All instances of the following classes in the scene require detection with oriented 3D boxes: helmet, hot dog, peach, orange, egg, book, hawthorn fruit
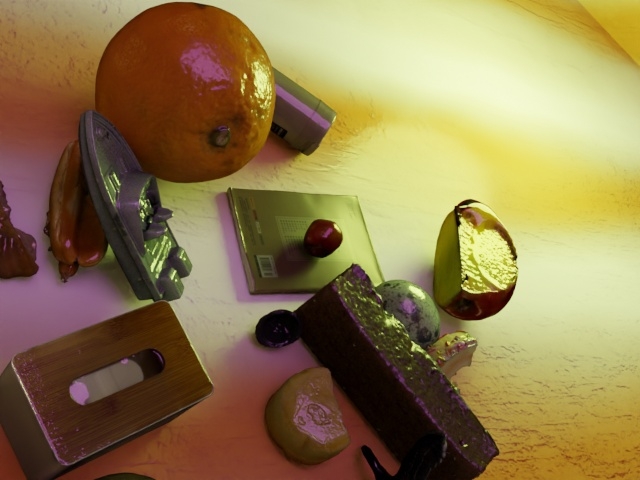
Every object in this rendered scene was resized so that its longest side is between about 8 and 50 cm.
[{"bbox_3d":[-0.076,0.149,1.391,0.084,0.049,0.065,-8,99,-12],"label":"helmet"},{"bbox_3d":[-0.378,-0.055,1.281,0.109,0.072,0.269,19,51,-24],"label":"hot dog"},{"bbox_3d":[0.318,0.048,1.678,0.159,0.154,0.267,16,48,-18],"label":"peach"},{"bbox_3d":[-0.223,-0.244,1.353,0.312,0.312,0.312,19,53,-27],"label":"orange"},{"bbox_3d":[0.157,0.149,1.508,0.172,0.132,0.132,43,44,-28],"label":"egg"},{"bbox_3d":[-0.022,0.002,1.546,0.310,0.021,0.217,2,61,-36],"label":"book"},{"bbox_3d":[0.004,-0.002,1.506,0.077,0.077,0.077,19,53,-27],"label":"hawthorn fruit"}]

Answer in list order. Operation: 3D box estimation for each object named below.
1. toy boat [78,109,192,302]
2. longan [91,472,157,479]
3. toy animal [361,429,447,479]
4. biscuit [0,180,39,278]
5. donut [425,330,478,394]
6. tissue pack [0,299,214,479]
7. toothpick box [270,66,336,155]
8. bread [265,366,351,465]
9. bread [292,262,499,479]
[{"bbox_3d":[-0.289,-0.055,1.232,0.141,0.092,0.319,-81,155,-57],"label":"toy boat"},{"bbox_3d":[-0.257,0.393,1.005,0.198,0.198,0.212,44,47,-6],"label":"longan"},{"bbox_3d":[0.106,0.421,1.318,0.272,0.197,0.160,-34,105,-2],"label":"toy animal"},{"bbox_3d":[-0.488,-0.022,1.184,0.118,0.061,0.183,-21,77,-41],"label":"biscuit"},{"bbox_3d":[0.220,0.244,1.488,0.108,0.166,0.065,-7,35,-33],"label":"donut"},{"bbox_3d":[-0.304,0.210,1.120,0.246,0.136,0.159,-21,77,-42],"label":"tissue pack"},{"bbox_3d":[-0.068,-0.265,1.620,0.180,0.111,0.111,34,47,-13],"label":"toothpick box"},{"bbox_3d":[-0.024,0.286,1.319,0.125,0.086,0.156,1,58,-25],"label":"bread"},{"bbox_3d":[0.128,0.246,1.403,0.113,0.165,0.416,-36,88,-39],"label":"bread"}]
